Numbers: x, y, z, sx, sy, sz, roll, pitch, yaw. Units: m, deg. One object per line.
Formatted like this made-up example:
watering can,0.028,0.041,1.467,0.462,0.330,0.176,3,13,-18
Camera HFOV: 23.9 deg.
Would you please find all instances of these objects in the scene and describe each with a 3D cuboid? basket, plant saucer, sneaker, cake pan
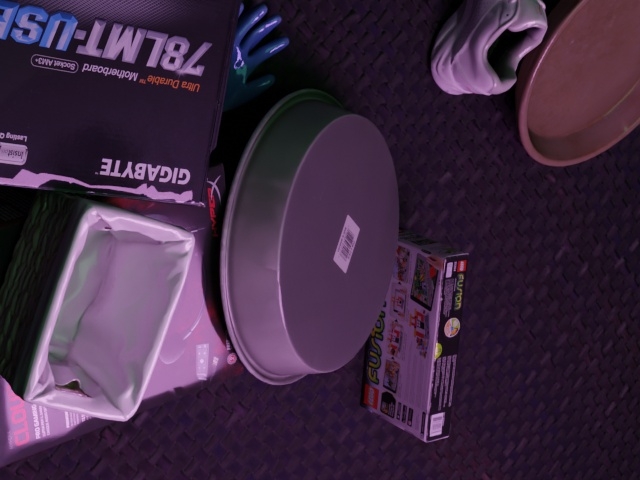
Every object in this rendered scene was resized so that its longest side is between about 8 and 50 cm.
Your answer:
basket,-0.194,0.048,1.236,0.113,0.103,0.167,17,93,-40
plant saucer,0.317,-0.206,1.683,0.278,0.041,0.278,-28,144,-23
sneaker,0.202,-0.256,1.580,0.090,0.115,0.232,8,100,-39
cake pan,0.000,0.000,1.476,0.293,0.054,0.293,-26,119,-58

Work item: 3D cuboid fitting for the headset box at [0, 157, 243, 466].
headset box,-0.225,0.055,1.355,0.293,0.110,0.218,-18,115,-33

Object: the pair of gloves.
pair of gloves,-0.116,-0.195,1.413,0.159,0.023,0.198,-46,128,-17

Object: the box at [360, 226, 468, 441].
box,0.099,0.099,1.624,0.036,0.114,0.207,-8,110,-37

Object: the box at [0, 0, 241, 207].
box,-0.195,-0.184,1.186,0.295,0.073,0.293,7,94,-44
